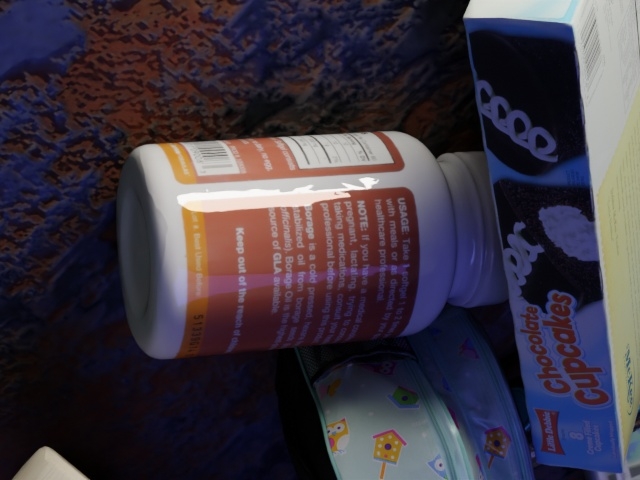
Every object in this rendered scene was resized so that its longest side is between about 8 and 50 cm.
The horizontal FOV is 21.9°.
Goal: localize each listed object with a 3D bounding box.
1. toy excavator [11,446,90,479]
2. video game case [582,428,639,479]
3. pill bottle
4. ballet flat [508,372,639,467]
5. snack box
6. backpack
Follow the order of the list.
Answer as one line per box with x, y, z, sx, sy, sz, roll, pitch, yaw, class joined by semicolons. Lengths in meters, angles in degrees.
-0.038;0.301;1.060;0.445;0.433;0.222;39;80;-5;toy excavator
0.353;0.188;1.217;0.300;0.036;0.329;-20;113;-5;video game case
0.000;0.000;0.940;0.216;0.121;0.121;-4;127;-18;pill bottle
0.163;0.113;1.103;0.206;0.073;0.067;-22;150;33;ballet flat
0.151;-0.045;0.926;0.060;0.187;0.322;6;134;22;snack box
0.054;0.132;1.001;0.144;0.188;0.165;-12;122;2;backpack
